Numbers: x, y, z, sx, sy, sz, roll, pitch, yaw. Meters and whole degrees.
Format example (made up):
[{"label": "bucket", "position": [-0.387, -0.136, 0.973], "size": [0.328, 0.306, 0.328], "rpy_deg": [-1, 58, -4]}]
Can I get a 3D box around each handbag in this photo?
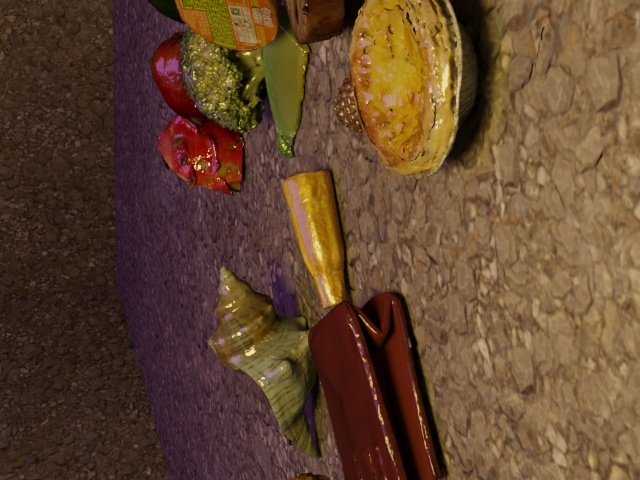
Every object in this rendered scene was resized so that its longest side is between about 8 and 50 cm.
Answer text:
[{"label": "handbag", "position": [0.068, 0.230, 1.343], "size": [0.260, 0.084, 0.275], "rpy_deg": [128, 130, -66]}]

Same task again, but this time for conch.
[{"label": "conch", "position": [-0.073, 0.213, 1.653], "size": [0.386, 0.170, 0.203], "rpy_deg": [50, -173, -7]}]

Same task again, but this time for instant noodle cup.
[{"label": "instant noodle cup", "position": [-0.121, -0.421, 1.475], "size": [0.168, 0.169, 0.185], "rpy_deg": [119, 170, -59]}]

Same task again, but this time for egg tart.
[{"label": "egg tart", "position": [0.112, -0.187, 1.064], "size": [0.234, 0.094, 0.234], "rpy_deg": [172, 90, -67]}]

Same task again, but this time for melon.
[{"label": "melon", "position": [-0.050, -0.263, 1.584], "size": [0.114, 0.053, 0.261], "rpy_deg": [34, 135, 41]}]

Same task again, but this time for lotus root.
[{"label": "lotus root", "position": [-0.011, -0.360, 1.286], "size": [0.260, 0.075, 0.170], "rpy_deg": [117, 143, -80]}]

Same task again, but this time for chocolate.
[{"label": "chocolate", "position": [0.000, 0.000, 1.469], "size": [0.085, 0.086, 0.219], "rpy_deg": [143, 115, -68]}]

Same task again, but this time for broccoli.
[{"label": "broccoli", "position": [-0.162, -0.319, 1.677], "size": [0.176, 0.226, 0.198], "rpy_deg": [23, 164, 30]}]

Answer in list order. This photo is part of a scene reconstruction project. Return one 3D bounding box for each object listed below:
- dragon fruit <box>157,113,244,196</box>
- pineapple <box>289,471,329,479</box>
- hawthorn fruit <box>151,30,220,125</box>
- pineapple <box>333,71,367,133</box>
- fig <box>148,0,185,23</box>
[{"label": "dragon fruit", "position": [-0.258, -0.218, 1.972], "size": [0.126, 0.161, 0.274], "rpy_deg": [101, 155, -47]}, {"label": "pineapple", "position": [0.041, 0.443, 1.349], "size": [0.248, 0.128, 0.128], "rpy_deg": [31, 130, 33]}, {"label": "hawthorn fruit", "position": [-0.238, -0.324, 1.876], "size": [0.185, 0.185, 0.202], "rpy_deg": [20, 131, 68]}, {"label": "pineapple", "position": [0.066, -0.218, 1.219], "size": [0.159, 0.074, 0.074], "rpy_deg": [110, 147, -44]}, {"label": "fig", "position": [-0.241, -0.497, 1.801], "size": [0.244, 0.195, 0.195], "rpy_deg": [62, 153, 30]}]
